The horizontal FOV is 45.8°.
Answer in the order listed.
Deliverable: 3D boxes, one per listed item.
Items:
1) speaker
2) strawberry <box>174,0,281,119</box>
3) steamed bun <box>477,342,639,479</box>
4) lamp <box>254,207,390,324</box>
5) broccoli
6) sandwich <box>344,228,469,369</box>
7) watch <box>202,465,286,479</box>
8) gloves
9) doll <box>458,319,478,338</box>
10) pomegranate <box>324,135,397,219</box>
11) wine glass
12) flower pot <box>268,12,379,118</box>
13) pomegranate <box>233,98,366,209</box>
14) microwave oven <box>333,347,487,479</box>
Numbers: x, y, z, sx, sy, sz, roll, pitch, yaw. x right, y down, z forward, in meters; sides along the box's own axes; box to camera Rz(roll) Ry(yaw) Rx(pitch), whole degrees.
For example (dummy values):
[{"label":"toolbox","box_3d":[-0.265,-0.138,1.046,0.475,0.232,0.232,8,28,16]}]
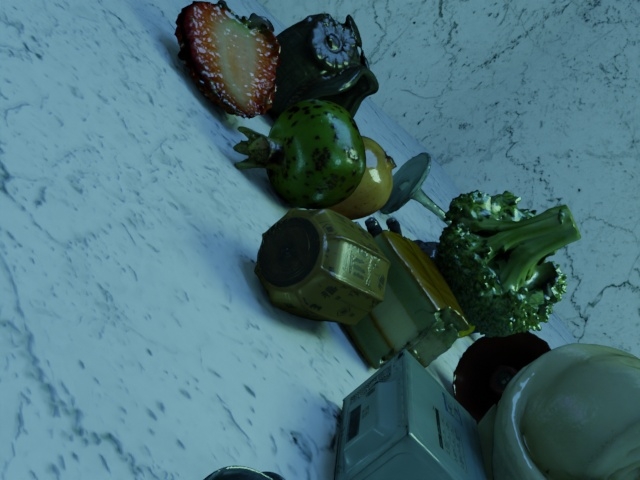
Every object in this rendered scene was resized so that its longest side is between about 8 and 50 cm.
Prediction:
[{"label":"speaker","box_3d":[0.361,0.312,1.486,0.259,0.198,0.329,12,-22,31]},{"label":"strawberry","box_3d":[-0.208,-0.355,1.583,0.233,0.137,0.307,19,53,-23]},{"label":"steamed bun","box_3d":[0.338,0.281,0.965,0.255,0.342,0.368,53,-25,44]},{"label":"lamp","box_3d":[0.004,0.039,1.093,0.185,0.161,0.161,29,24,-55]},{"label":"broccoli","box_3d":[0.337,0.038,1.382,0.235,0.259,0.288,75,-3,-71]},{"label":"sandwich","box_3d":[0.143,0.117,1.268,0.198,0.155,0.227,57,18,23]},{"label":"watch","box_3d":[-0.036,0.275,0.584,0.206,0.068,0.193,48,17,8]},{"label":"gloves","box_3d":[0.185,0.035,1.524,0.285,0.119,0.142,17,34,-3]},{"label":"doll","box_3d":[0.280,0.121,1.611,0.242,0.159,0.311,45,25,-16]},{"label":"pomegranate","box_3d":[0.066,-0.139,1.619,0.191,0.191,0.191,43,17,-16]},{"label":"wine glass","box_3d":[0.372,-0.042,2.100,0.406,0.267,0.267,37,18,-16]},{"label":"flower pot","box_3d":[-0.004,-0.399,1.835,0.213,0.301,0.302,56,17,10]},{"label":"pomegranate","box_3d":[-0.033,-0.158,1.411,0.263,0.211,0.211,-4,47,-34]},{"label":"microwave oven","box_3d":[0.102,0.251,0.893,0.162,0.122,0.208,45,16,-8]}]
